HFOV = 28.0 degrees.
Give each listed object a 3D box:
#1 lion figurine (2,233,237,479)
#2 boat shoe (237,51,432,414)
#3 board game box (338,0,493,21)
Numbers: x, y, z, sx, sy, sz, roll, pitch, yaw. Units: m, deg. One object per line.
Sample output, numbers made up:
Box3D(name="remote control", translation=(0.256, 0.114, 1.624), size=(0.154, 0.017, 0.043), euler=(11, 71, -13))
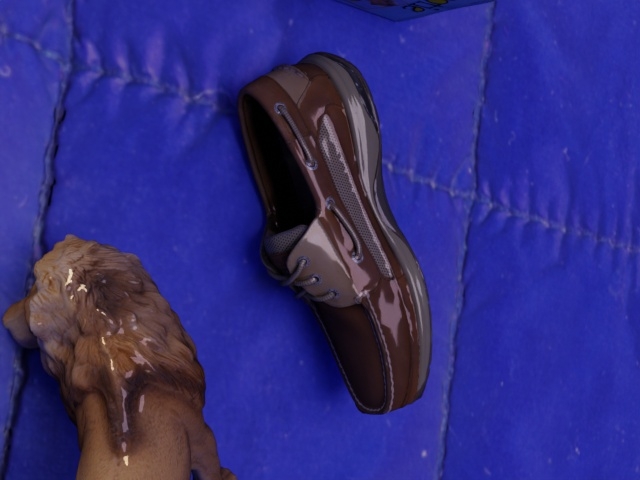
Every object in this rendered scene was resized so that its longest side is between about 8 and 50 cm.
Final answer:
Box3D(name="lion figurine", translation=(-0.138, 0.195, 0.907), size=(0.240, 0.142, 0.392), euler=(75, 1, -45))
Box3D(name="boat shoe", translation=(0.000, 0.000, 1.137), size=(0.120, 0.122, 0.324), euler=(-17, 92, -35))
Box3D(name="board game box", translation=(0.026, -0.305, 1.140), size=(0.275, 0.144, 0.142), euler=(11, 81, -41))
